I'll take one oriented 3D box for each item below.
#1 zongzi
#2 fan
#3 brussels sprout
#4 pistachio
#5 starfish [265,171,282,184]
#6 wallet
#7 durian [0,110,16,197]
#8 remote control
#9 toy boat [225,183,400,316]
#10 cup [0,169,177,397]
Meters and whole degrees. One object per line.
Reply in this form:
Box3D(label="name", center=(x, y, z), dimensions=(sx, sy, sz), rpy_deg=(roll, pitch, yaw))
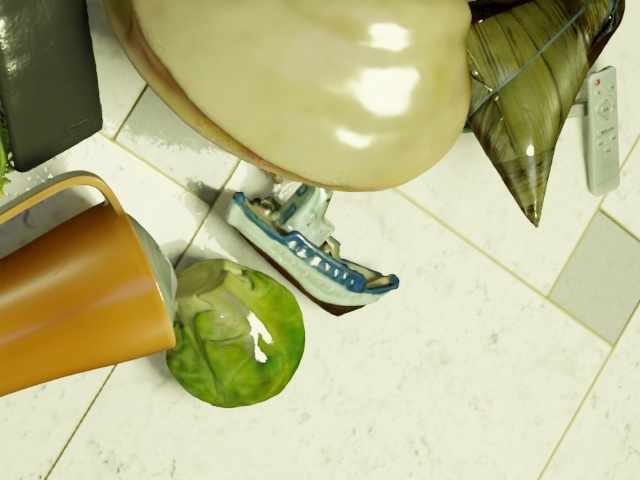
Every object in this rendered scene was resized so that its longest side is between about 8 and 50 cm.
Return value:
Box3D(label="zongzi", center=(0.295, -0.182, 1.614), dimensions=(0.286, 0.138, 0.300), rpy_deg=(-19, 76, -23))
Box3D(label="fan", center=(0.266, -0.163, 1.710), dimensions=(0.282, 0.057, 0.023), rpy_deg=(-11, 95, -30))
Box3D(label="brussels sprout", center=(-0.101, 0.107, 1.520), dimensions=(0.162, 0.144, 0.180), rpy_deg=(-8, 119, 10))
Box3D(label="pistachio", center=(-0.024, -0.246, 1.399), dimensions=(0.445, 0.281, 0.365), rpy_deg=(39, 61, -8))
Box3D(label="starfish", center=(-0.009, -0.164, 1.575), dimensions=(0.150, 0.053, 0.209), rpy_deg=(4, 93, -39))
Box3D(label="wallet", center=(-0.294, -0.195, 1.363), dimensions=(0.124, 0.025, 0.244), rpy_deg=(-34, 138, -35))
Box3D(label="durian", center=(-0.415, -0.066, 1.359), dimensions=(0.221, 0.095, 0.137), rpy_deg=(-43, 150, -27))
Box3D(label="remote control", center=(0.382, -0.149, 1.755), dimensions=(0.050, 0.027, 0.184), rpy_deg=(-24, 123, -25))
Box3D(label="toy boat", center=(0.000, 0.000, 1.552), dimensions=(0.115, 0.114, 0.262), rpy_deg=(-44, 125, 5))
Box3D(label="cup", center=(-0.296, 0.054, 1.397), dimensions=(0.264, 0.182, 0.226), rpy_deg=(-23, 112, -15))
